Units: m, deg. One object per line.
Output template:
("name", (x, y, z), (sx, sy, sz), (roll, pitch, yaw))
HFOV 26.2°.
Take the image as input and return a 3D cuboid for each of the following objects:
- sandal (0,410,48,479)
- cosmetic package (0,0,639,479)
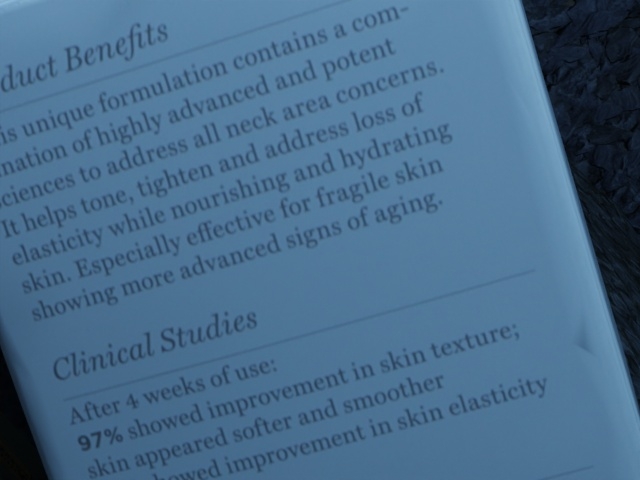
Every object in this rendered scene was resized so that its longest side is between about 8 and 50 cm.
("sandal", (-0.158, 0.167, 0.865), (0.180, 0.049, 0.072), (51, 18, -11))
("cosmetic package", (0.000, 0.000, 0.877), (0.327, 0.329, 0.393), (-54, 127, -77))
